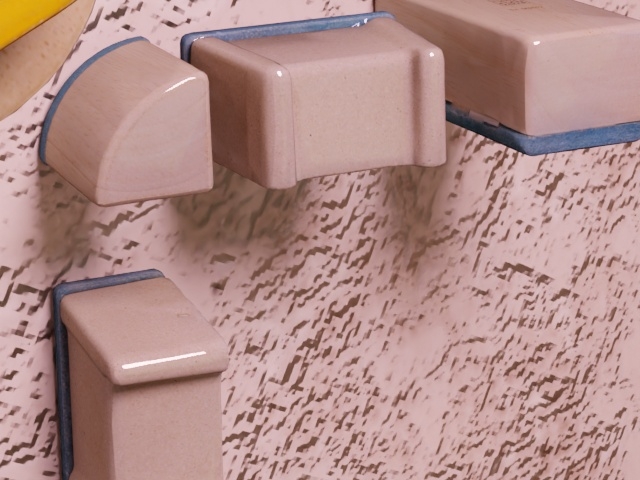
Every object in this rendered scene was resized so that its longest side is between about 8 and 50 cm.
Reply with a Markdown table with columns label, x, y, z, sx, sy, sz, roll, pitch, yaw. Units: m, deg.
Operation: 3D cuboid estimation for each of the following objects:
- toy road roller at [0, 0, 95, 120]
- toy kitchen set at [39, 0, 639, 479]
| label | x | y | z | sx | sy | sz | roll | pitch | yaw |
| --- | --- | --- | --- | --- | --- | --- | --- | --- | --- |
| toy road roller | -0.228 | -0.078 | 0.373 | 0.329 | 0.202 | 0.241 | -34 | 108 | -34 |
| toy kitchen set | 0.000 | 0.000 | 0.714 | 0.207 | 0.122 | 0.166 | -8 | 109 | -22 |
